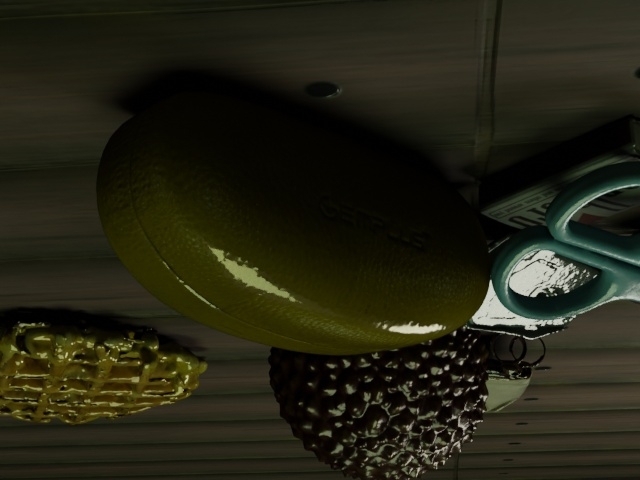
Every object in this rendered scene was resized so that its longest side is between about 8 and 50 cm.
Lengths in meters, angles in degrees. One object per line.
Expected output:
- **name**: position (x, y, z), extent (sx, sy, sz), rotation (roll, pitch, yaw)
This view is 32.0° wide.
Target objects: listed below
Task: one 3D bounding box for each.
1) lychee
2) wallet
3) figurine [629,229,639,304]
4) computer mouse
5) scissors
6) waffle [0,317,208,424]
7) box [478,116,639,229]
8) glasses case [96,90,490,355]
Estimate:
- **lychee**: position (0.068, 0.123, 1.213), extent (0.271, 0.271, 0.271), rotation (0, 161, 0)
- **wallet**: position (0.160, 0.196, 1.666), extent (0.335, 0.068, 0.275), rotation (3, 158, 10)
- **figurine**: position (0.381, 0.044, 1.141), extent (0.157, 0.114, 0.126), rotation (35, 161, -30)
- **computer mouse**: position (0.209, 0.034, 1.145), extent (0.231, 0.071, 0.126), rotation (8, 128, -43)
- **scissors**: position (0.366, 0.043, 1.038), extent (0.447, 0.029, 0.192), rotation (16, 132, -28)
- **waffle**: position (-0.372, 0.188, 1.593), extent (0.382, 0.095, 0.380), rotation (-14, 155, 28)
- **box**: position (0.242, -0.052, 0.996), extent (0.115, 0.036, 0.177), rotation (13, 156, -35)
- **glasses case**: position (0.000, 0.000, 0.926), extent (0.371, 0.173, 0.141), rotation (17, 157, -41)
